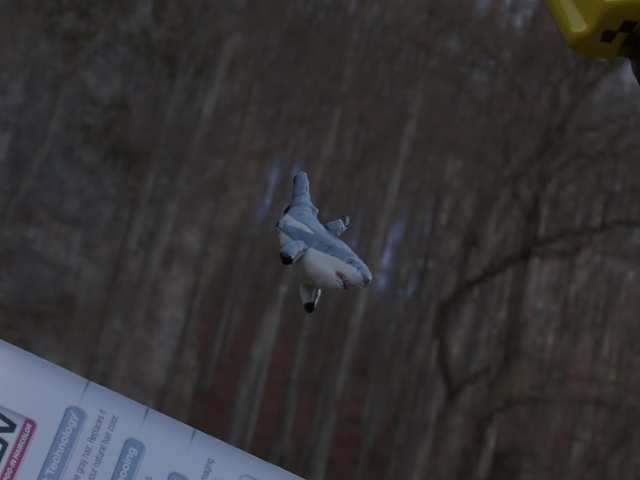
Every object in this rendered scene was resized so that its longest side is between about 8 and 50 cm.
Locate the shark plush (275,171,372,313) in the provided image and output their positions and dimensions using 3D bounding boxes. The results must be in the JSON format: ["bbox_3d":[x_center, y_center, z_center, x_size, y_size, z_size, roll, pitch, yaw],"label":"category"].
[{"bbox_3d":[0.000,0.000,1.591,0.067,0.161,0.073,-22,-61,4],"label":"shark plush"}]

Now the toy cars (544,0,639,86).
[{"bbox_3d":[0.113,-0.180,0.850,0.394,0.176,0.087,33,-54,10],"label":"toy cars"}]

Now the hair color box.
[{"bbox_3d":[-0.110,0.240,1.263,0.374,0.185,0.113,26,-45,-9],"label":"hair color box"}]
